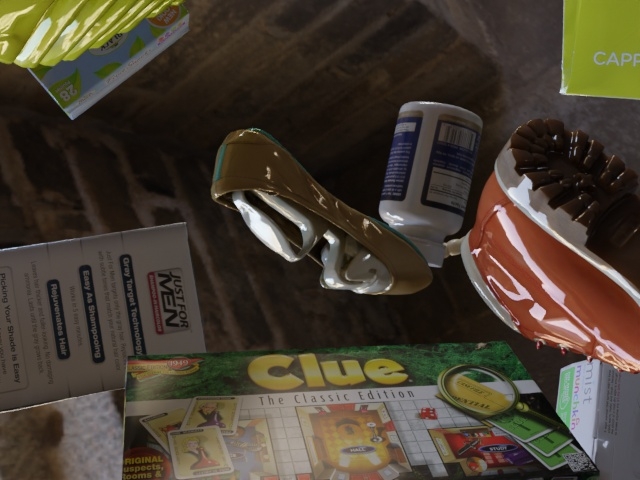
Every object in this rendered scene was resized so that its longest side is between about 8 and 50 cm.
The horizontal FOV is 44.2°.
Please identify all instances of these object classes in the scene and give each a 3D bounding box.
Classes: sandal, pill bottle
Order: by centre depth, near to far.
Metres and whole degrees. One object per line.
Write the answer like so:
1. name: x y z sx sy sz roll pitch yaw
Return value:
1. sandal: -0.143 -0.219 0.535 0.126 0.317 0.138 -25 108 32
2. pill bottle: 0.117 -0.059 0.868 0.094 0.094 0.169 11 86 36

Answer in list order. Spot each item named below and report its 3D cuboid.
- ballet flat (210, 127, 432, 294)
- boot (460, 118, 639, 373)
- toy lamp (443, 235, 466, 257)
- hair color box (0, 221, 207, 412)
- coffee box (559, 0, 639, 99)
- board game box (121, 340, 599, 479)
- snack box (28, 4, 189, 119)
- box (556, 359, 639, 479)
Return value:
1. ballet flat: 0.000 0.000 0.665 0.080 0.232 0.073 -27 35 47
2. boot: 0.125 0.030 0.328 0.158 0.059 0.084 48 144 19
3. toy lamp: 0.253 0.012 1.436 0.275 0.080 0.080 -15 76 16
4. hair color box: -0.311 0.093 0.883 0.105 0.347 0.173 155 105 -77
5. coffee box: 0.493 -0.366 0.922 0.338 0.334 0.338 11 123 29
6. board game box: 0.015 0.111 0.471 0.136 0.260 0.030 -117 29 -63
7. snack box: -0.275 -0.269 0.864 0.174 0.070 0.207 -41 95 -8
8. box: 0.427 0.308 1.018 0.231 0.127 0.262 13 72 -5
